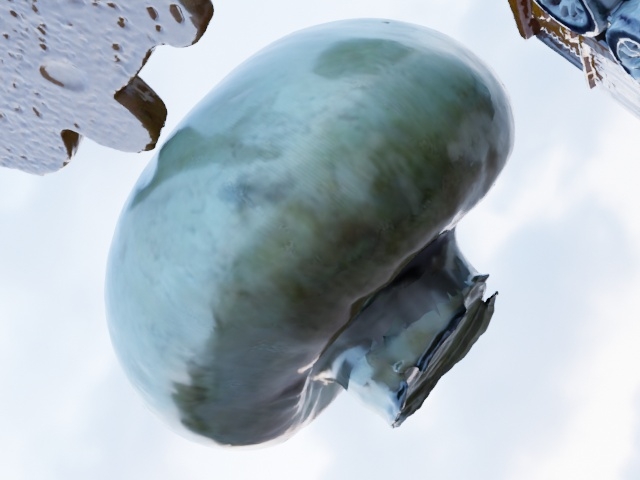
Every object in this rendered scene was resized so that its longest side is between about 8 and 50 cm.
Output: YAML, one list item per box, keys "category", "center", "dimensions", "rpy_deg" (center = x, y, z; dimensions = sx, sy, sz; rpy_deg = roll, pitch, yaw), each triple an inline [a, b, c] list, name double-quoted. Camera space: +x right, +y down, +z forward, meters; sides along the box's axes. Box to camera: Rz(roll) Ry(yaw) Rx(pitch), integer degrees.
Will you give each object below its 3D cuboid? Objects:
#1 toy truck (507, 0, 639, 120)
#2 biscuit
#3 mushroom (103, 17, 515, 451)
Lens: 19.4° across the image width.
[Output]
- category: "toy truck"
  center: [0.290, -0.099, 1.115]
  dimensions: [0.173, 0.387, 0.207]
  rpy_deg: [-45, -21, -10]
- category: "biscuit"
  center: [-0.191, -0.136, 1.265]
  dimensions: [0.049, 0.205, 0.324]
  rpy_deg: [-65, 4, -31]
- category: "mushroom"
  center: [0.000, 0.000, 1.354]
  dimensions: [0.352, 0.260, 0.352]
  rpy_deg: [-48, -10, -12]
